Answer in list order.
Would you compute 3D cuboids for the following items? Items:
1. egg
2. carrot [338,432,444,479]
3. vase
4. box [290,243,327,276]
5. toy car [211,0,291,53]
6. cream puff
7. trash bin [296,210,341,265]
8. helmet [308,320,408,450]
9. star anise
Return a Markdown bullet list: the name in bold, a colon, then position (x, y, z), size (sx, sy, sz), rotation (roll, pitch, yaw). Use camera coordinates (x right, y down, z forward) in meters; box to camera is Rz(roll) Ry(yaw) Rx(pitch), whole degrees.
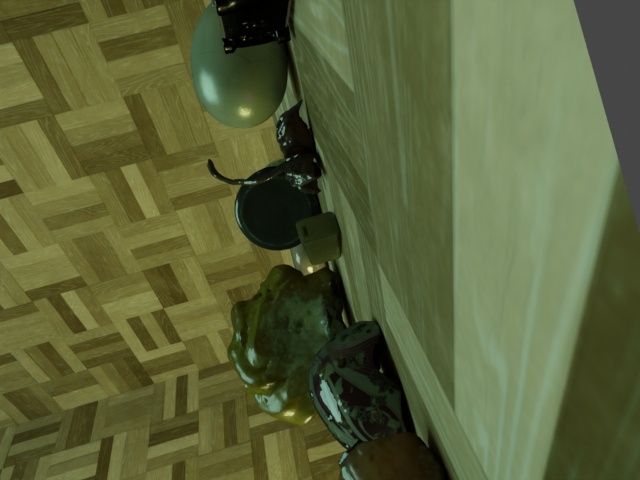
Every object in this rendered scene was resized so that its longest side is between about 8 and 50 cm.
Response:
- **egg**: position (-0.126, -0.283, 0.719), size (0.151, 0.151, 0.209), rotation (-135, 44, -83)
- **carrot**: position (0.088, 0.283, 0.346), size (0.263, 0.101, 0.102), rotation (-112, 7, -51)
- **vase**: position (-0.096, -0.104, 1.074), size (0.321, 0.173, 0.173), rotation (-100, -5, -73)
- **box**: position (-0.031, 0.056, 1.262), size (0.200, 0.088, 0.146), rotation (80, 174, -52)
- **toy car**: position (-0.082, -0.289, 0.511), size (0.209, 0.089, 0.108), rotation (-147, 42, -82)
- **cream puff**: position (-0.056, 0.226, 0.972), size (0.270, 0.274, 0.324), rotation (101, 158, -61)
- **trash bin**: position (0.000, 0.000, 0.734), size (0.092, 0.060, 0.043), rotation (76, 176, -63)
- **helmet**: position (0.043, 0.197, 0.576), size (0.153, 0.107, 0.177), rotation (85, 169, -59)
- **star anise**: position (-0.110, -0.131, 0.750), size (0.219, 0.227, 0.148), rotation (-90, -19, -60)
